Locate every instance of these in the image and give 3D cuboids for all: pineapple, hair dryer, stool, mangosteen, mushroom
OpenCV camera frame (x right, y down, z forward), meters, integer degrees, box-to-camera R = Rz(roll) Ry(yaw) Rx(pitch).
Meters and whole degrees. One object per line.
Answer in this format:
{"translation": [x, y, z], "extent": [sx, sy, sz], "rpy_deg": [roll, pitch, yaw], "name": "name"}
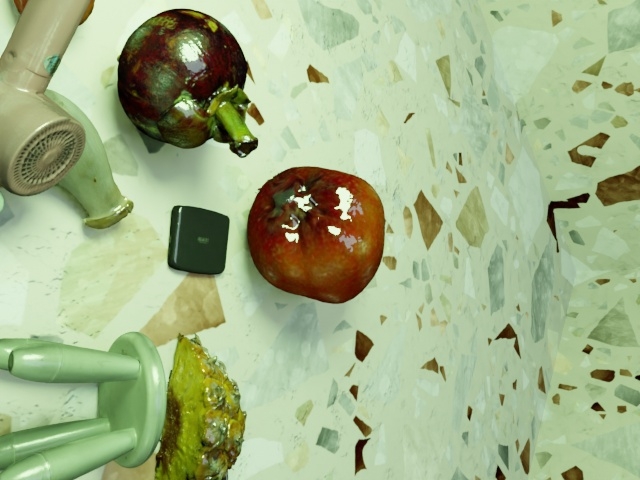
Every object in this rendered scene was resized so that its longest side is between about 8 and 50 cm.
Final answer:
{"translation": [-0.184, 0.343, 0.881], "extent": [0.158, 0.161, 0.335], "rpy_deg": [28, 63, -45], "name": "pineapple"}
{"translation": [-0.359, -0.254, 0.614], "extent": [0.210, 0.352, 0.125], "rpy_deg": [37, 13, 3], "name": "hair dryer"}
{"translation": [-0.342, 0.225, 0.692], "extent": [0.198, 0.195, 0.195], "rpy_deg": [10, 78, -45], "name": "stool"}
{"translation": [-0.202, -0.246, 0.850], "extent": [0.289, 0.231, 0.231], "rpy_deg": [42, 47, 9], "name": "mangosteen"}
{"translation": [-0.379, -0.124, 0.777], "extent": [0.116, 0.093, 0.225], "rpy_deg": [-45, 130, -15], "name": "mushroom"}

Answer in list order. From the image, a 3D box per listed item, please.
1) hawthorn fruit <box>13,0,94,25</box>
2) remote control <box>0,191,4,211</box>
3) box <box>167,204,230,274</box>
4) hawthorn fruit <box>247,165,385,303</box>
{"translation": [-0.401, -0.378, 0.754], "extent": [0.128, 0.128, 0.128], "rpy_deg": [7, 80, -47], "name": "hawthorn fruit"}
{"translation": [-0.528, 0.028, 0.554], "extent": [0.335, 0.065, 0.128], "rpy_deg": [-50, 124, -19], "name": "remote control"}
{"translation": [-0.233, 0.001, 0.965], "extent": [0.126, 0.027, 0.125], "rpy_deg": [13, 79, -48], "name": "box"}
{"translation": [0.001, -0.002, 1.032], "extent": [0.311, 0.295, 0.295], "rpy_deg": [48, 53, -29], "name": "hawthorn fruit"}
